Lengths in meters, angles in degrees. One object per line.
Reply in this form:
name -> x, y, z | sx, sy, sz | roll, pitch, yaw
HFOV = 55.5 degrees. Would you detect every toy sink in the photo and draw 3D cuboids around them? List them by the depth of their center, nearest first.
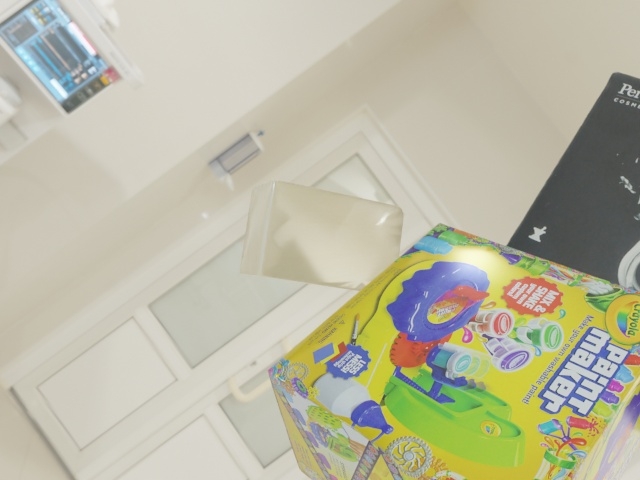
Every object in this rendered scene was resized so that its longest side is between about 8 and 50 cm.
toy sink -> 0.000, 0.000, 1.021 | 0.234, 0.152, 0.131 | 9, -5, -22

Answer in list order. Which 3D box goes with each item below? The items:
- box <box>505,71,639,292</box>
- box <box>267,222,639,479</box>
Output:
box -> 0.592, 0.053, 0.997 | 0.480, 0.471, 0.297 | 29, -11, 30
box -> 0.157, 0.161, 0.626 | 0.279, 0.290, 0.177 | 23, -42, 39
